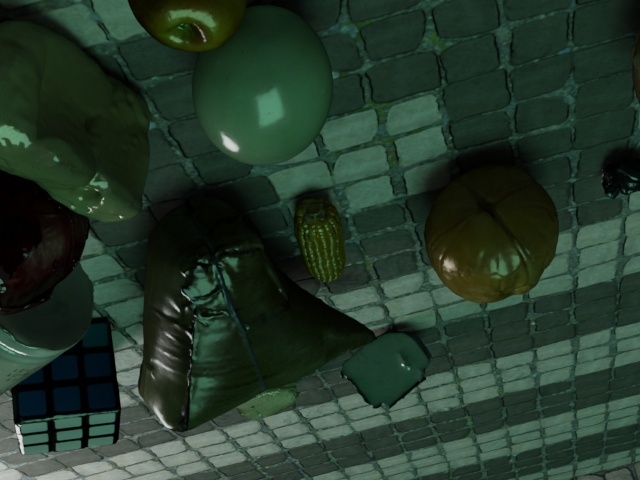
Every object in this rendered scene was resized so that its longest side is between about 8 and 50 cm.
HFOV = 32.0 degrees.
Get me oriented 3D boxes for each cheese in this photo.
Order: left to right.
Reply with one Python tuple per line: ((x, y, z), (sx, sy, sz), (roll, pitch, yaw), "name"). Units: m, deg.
((-0.273, -0.121, 1.157), (0.093, 0.159, 0.263), (-17, 152, 20), "cheese")

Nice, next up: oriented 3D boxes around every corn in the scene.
((0.000, 0.000, 1.595), (0.068, 0.068, 0.207), (-12, 155, 0), "corn")

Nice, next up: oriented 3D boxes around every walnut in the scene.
((0.242, -0.008, 1.567), (0.193, 0.193, 0.225), (-19, 161, 13), "walnut")

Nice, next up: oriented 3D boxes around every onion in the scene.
((-0.379, -0.034, 1.229), (0.252, 0.252, 0.219), (-1, 115, -20), "onion")

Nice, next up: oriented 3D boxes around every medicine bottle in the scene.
((-0.477, 0.127, 1.504), (0.332, 0.190, 0.190), (-32, 147, 33), "medicine bottle")

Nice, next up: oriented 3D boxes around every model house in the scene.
((0.131, 0.230, 2.060), (0.148, 0.119, 0.148), (-41, 172, 6), "model house")

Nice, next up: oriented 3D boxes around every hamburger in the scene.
((-0.104, 0.289, 2.097), (0.133, 0.062, 0.140), (-9, 150, -9), "hamburger")

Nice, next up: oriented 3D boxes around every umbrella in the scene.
((0.523, -0.103, 1.620), (0.224, 0.071, 0.080), (-15, -179, -5), "umbrella")

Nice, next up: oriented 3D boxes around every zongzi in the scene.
((-0.068, 0.073, 1.596), (0.392, 0.174, 0.356), (-15, 135, -25), "zongzi")

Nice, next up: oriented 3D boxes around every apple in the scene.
((-0.127, -0.235, 1.066), (0.114, 0.102, 0.099), (11, 146, -35), "apple")

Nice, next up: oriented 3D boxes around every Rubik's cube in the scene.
((-0.403, 0.231, 1.759), (0.162, 0.161, 0.163), (-5, 152, -13), "Rubik's cube")

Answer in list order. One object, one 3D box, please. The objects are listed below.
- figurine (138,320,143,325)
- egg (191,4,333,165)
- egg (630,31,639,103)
((-0.206, 0.179, 1.773), (0.192, 0.126, 0.147), (-38, 139, 14), "figurine")
((-0.061, -0.162, 1.176), (0.149, 0.149, 0.192), (-7, 153, -11), "egg")
((0.473, -0.195, 1.285), (0.245, 0.203, 0.203), (12, 144, -29), "egg")
